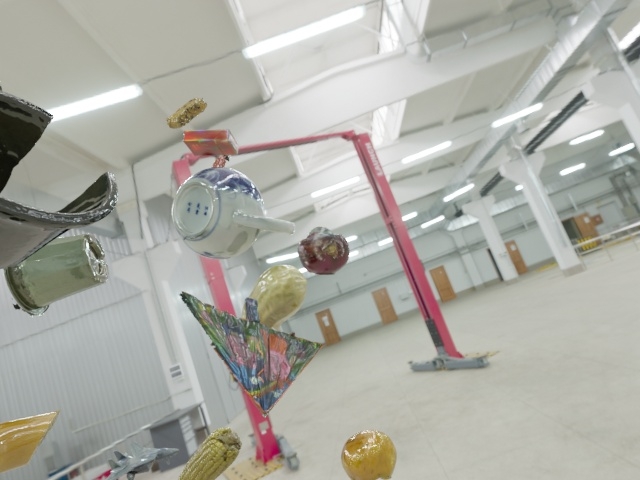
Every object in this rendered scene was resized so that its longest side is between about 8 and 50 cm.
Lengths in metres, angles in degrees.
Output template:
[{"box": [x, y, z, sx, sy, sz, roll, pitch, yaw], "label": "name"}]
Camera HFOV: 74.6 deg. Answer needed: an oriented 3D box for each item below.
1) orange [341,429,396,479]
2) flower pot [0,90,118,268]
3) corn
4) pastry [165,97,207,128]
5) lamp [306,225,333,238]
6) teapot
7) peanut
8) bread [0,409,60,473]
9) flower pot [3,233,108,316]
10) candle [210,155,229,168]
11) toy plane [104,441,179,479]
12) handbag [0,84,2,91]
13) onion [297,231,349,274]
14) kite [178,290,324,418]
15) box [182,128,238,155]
[{"box": [0.134, 0.598, 1.148, 0.154, 0.134, 0.155, -6, -54, -9], "label": "orange"}, {"box": [-0.656, -0.098, 0.846, 0.251, 0.380, 0.379, -42, -17, 18], "label": "flower pot"}, {"box": [-0.364, 0.728, 1.380, 0.322, 0.119, 0.119, -53, -23, 20], "label": "corn"}, {"box": [-0.446, -0.425, 1.400, 0.079, 0.056, 0.140, 3, 42, 36], "label": "pastry"}, {"box": [0.000, 0.000, 1.539, 0.105, 0.105, 0.105, -20, -10, -4], "label": "lamp"}, {"box": [-0.261, -0.072, 1.185, 0.423, 0.253, 0.280, 12, 2, 27], "label": "teapot"}, {"box": [-0.135, 0.183, 1.145, 0.146, 0.147, 0.306, -8, -38, -49], "label": "peanut"}, {"box": [-0.377, 0.254, 0.536, 0.062, 0.049, 0.103, 25, 9, 33], "label": "bread"}, {"box": [-0.916, 0.094, 1.483, 0.258, 0.291, 0.290, -17, -11, -9], "label": "flower pot"}, {"box": [-0.463, -0.290, 1.841, 0.059, 0.302, 0.084, 28, -38, -15], "label": "candle"}, {"box": [-0.638, 0.808, 1.539, 0.266, 0.088, 0.212, -9, 14, 5], "label": "toy plane"}, {"box": [-1.049, -0.347, 1.242, 0.256, 0.286, 0.113, -30, -46, 28], "label": "handbag"}, {"box": [0.006, 0.057, 1.395, 0.172, 0.136, 0.198, -2, -16, -13], "label": "onion"}, {"box": [-0.098, 0.189, 0.717, 0.321, 0.234, 0.016, 28, -62, -34], "label": "kite"}, {"box": [-0.407, -0.363, 1.566, 0.174, 0.048, 0.112, -1, -19, 8], "label": "box"}]
